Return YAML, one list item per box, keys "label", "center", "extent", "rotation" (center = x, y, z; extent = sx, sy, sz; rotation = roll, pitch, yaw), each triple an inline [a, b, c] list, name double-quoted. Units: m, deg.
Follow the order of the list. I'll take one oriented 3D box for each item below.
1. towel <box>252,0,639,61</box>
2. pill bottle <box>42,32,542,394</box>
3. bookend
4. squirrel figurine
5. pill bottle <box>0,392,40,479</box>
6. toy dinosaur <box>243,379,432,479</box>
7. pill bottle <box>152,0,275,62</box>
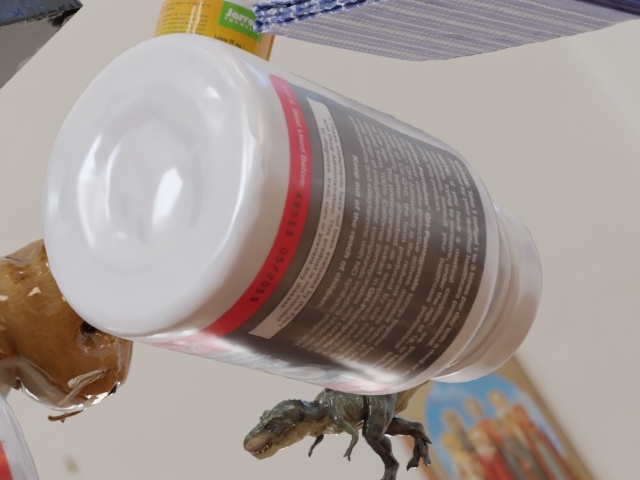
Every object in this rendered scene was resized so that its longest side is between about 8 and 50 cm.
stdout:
- label: "towel"
  center: [0.123, -0.221, 1.602]
  extent: [0.243, 0.040, 0.336]
  rotation: [7, -7, -37]
- label: "pill bottle"
  center: [0.000, 0.000, 1.046]
  extent: [0.176, 0.176, 0.318]
  rotation: [-40, -35, 25]
- label: "bookend"
  center: [-0.337, -0.197, 1.630]
  extent: [0.157, 0.072, 0.156]
  rotation: [-38, -5, 33]
- label: "squirrel figurine"
  center: [-0.382, 0.065, 1.612]
  extent: [0.370, 0.397, 0.281]
  rotation: [-28, -20, -17]
- label: "pill bottle"
  center: [-0.397, 0.234, 1.233]
  extent: [0.363, 0.210, 0.210]
  rotation: [-11, -24, -26]
- label: "toy dinosaur"
  center: [0.056, 0.164, 1.550]
  extent: [0.268, 0.118, 0.064]
  rotation: [-24, 4, -39]
- label: "pill bottle"
  center: [-0.126, -0.216, 1.941]
  extent: [0.136, 0.246, 0.136]
  rotation: [12, -14, 3]
